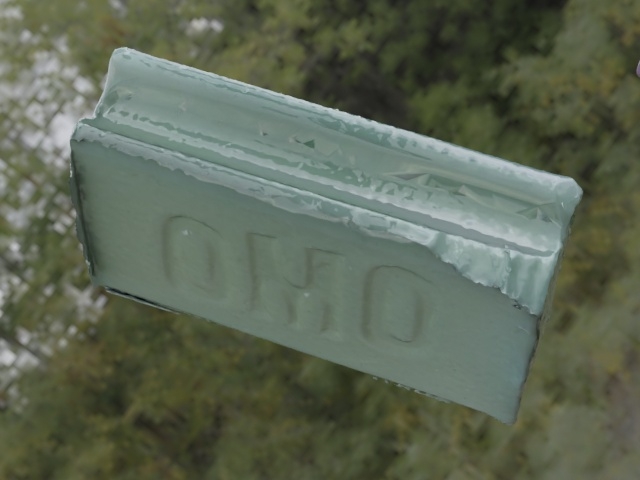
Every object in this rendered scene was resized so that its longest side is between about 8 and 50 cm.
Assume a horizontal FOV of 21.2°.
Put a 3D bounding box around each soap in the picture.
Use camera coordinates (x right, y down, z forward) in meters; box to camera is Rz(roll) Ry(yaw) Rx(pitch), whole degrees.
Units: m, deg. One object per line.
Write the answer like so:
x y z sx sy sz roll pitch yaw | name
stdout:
0.000 0.000 0.705 0.114 0.198 0.063 89 -159 -56 | soap

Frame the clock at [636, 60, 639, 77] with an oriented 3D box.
0.272 -0.156 1.166 0.153 0.050 0.110 -60 -15 22 | clock
